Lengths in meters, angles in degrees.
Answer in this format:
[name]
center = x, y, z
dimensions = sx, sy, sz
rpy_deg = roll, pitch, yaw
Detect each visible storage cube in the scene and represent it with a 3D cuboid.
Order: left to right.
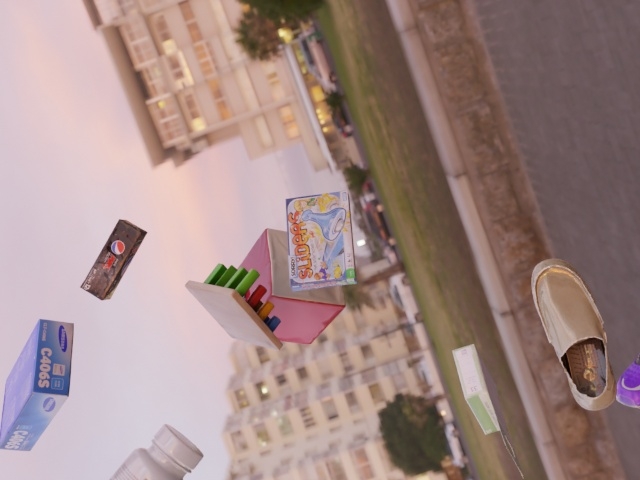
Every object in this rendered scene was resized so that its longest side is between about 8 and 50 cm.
[storage cube]
center = -0.071, 0.108, 2.063
dimensions = 0.193, 0.214, 0.184
rpy_deg = 128, 144, -48

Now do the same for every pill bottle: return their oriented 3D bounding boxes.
[pill bottle]
center = -0.338, 0.477, 1.737
dimensions = 0.131, 0.229, 0.131
rpy_deg = 39, 171, 7

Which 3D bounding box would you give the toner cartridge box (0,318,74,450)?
[toner cartridge box]
center = -0.608, 0.315, 1.904
dimensions = 0.348, 0.075, 0.165
rpy_deg = -46, 41, 48

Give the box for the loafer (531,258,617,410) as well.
[loafer]
center = 0.434, 0.155, 1.507
dimensions = 0.092, 0.101, 0.269
rpy_deg = 31, -142, -77

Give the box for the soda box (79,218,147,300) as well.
[soda box]
center = -0.434, 0.041, 1.884
dimensions = 0.060, 0.169, 0.053
rpy_deg = 30, -178, 4

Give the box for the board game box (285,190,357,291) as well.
[board game box]
center = 0.000, 0.000, 1.855
dimensions = 0.035, 0.136, 0.201
rpy_deg = 68, -164, -64

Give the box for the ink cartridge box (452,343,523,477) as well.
[ink cartridge box]
center = 0.340, 0.351, 1.817
dimensions = 0.171, 0.056, 0.235
rpy_deg = 57, -161, -46

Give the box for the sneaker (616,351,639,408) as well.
[sneaker]
center = 0.677, 0.208, 1.773
dimensions = 0.102, 0.293, 0.146
rpy_deg = 16, 131, 51

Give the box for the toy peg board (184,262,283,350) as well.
[toy peg board]
center = -0.147, 0.118, 1.702
dimensions = 0.161, 0.079, 0.161
rpy_deg = 7, 142, 50
